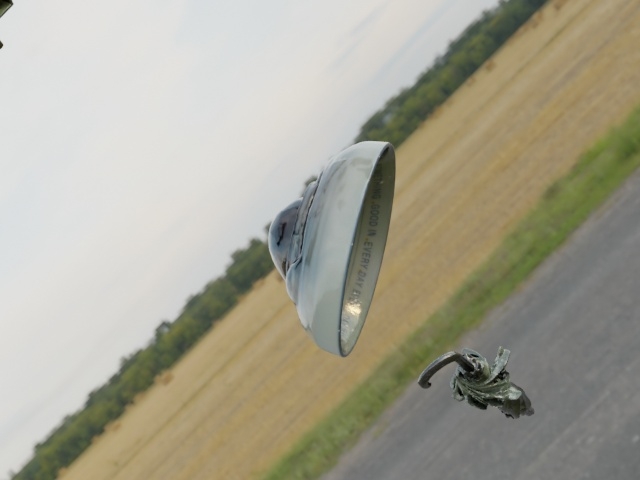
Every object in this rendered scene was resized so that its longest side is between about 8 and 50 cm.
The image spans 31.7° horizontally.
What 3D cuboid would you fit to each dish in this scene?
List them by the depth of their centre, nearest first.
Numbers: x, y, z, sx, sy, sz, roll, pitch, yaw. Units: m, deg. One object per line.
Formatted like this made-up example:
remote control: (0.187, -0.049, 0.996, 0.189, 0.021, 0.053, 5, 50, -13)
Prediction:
dish: (0.000, 0.000, 1.413, 0.273, 0.134, 0.273, 12, -90, -80)

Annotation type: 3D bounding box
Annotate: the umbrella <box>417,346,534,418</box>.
umbrella: (0.117, 0.092, 0.711, 0.044, 0.044, 0.269, -43, -24, 9)

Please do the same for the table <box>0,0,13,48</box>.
table: (-0.504, -0.232, 1.422, 0.240, 0.121, 0.111, -55, -20, -26)
